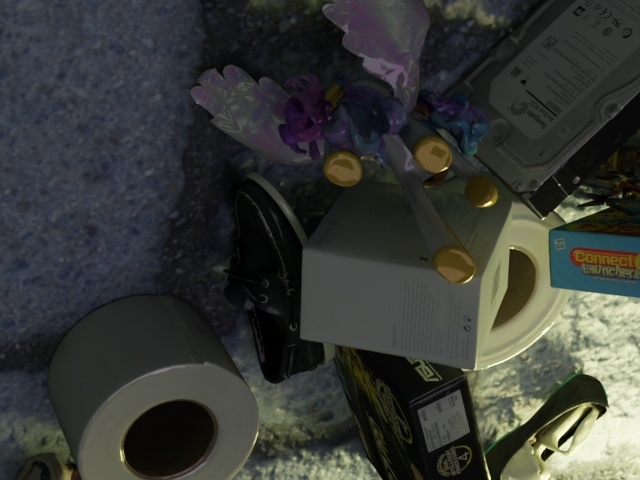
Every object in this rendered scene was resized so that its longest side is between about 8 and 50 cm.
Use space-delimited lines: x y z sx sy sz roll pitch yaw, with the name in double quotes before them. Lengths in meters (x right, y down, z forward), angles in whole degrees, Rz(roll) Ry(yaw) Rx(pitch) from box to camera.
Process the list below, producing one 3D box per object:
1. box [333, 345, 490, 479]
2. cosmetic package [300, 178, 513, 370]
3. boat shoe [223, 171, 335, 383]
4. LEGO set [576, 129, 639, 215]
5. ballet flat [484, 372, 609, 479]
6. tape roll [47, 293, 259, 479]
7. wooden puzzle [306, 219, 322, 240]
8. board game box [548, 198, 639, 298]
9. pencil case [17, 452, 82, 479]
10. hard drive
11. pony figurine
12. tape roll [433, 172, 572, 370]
"box" 0.126 0.252 1.861 0.097 0.318 0.395 -25 129 -10
"cosmetic package" 0.112 0.035 1.683 0.225 0.224 0.138 8 118 15
"boat shoe" -0.073 0.063 1.764 0.113 0.127 0.340 -33 139 -19
"LEGO set" 0.510 -0.084 1.767 0.255 0.331 0.192 11 80 -29
"ballet flat" 0.359 0.332 2.172 0.280 0.096 0.095 -46 129 7
"tape roll" -0.222 0.216 1.757 0.246 0.169 0.246 -13 124 -20
"wooden puzzle" 0.000 0.000 1.836 0.049 0.006 0.083 30 104 -37
"board game box" 0.527 0.007 1.852 0.302 0.308 0.086 -17 107 -47
"pencil case" -0.258 0.429 1.868 0.410 0.183 0.160 27 106 -36
"hard drive" 0.332 -0.215 1.717 0.339 0.237 0.064 -44 135 5
"pony figurine" 0.060 -0.148 1.599 0.351 0.363 0.303 39 106 -23
"tape roll" 0.228 0.046 1.921 0.286 0.100 0.286 -12 125 -19
